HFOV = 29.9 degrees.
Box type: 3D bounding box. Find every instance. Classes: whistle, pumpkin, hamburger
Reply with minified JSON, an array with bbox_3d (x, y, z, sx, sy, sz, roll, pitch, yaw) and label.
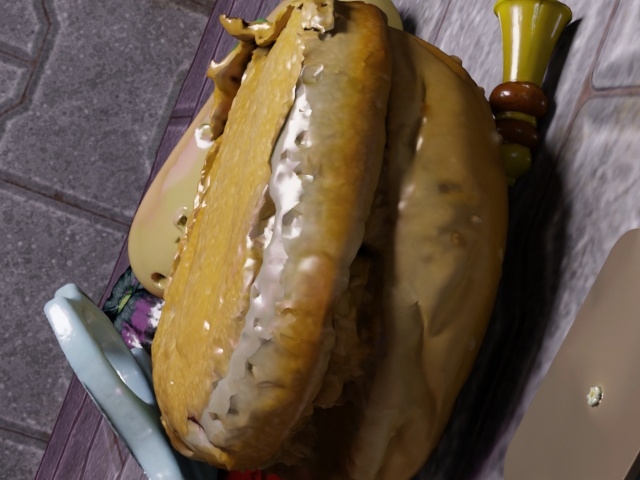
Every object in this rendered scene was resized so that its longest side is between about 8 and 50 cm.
[{"bbox_3d":[0.108,-0.082,0.690,0.057,0.046,0.109,0,76,59],"label":"whistle"},{"bbox_3d":[-0.141,0.089,1.162,0.202,0.140,0.202,-45,22,24],"label":"pumpkin"},{"bbox_3d":[0.000,0.000,0.689,0.318,0.158,0.318,-171,90,-74],"label":"hamburger"}]

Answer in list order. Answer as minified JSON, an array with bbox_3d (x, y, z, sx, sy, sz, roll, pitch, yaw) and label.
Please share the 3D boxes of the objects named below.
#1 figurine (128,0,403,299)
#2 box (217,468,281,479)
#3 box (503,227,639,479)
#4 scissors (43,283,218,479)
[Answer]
[{"bbox_3d":[-0.051,-0.085,1.027,0.324,0.124,0.222,-52,7,13],"label":"figurine"},{"bbox_3d":[-0.062,0.135,0.959,0.153,0.074,0.240,-63,14,9],"label":"box"},{"bbox_3d":[0.119,0.065,0.467,0.091,0.031,0.126,-113,45,-70],"label":"box"},{"bbox_3d":[-0.072,0.174,0.713,0.029,0.191,0.360,-33,52,0],"label":"scissors"}]
